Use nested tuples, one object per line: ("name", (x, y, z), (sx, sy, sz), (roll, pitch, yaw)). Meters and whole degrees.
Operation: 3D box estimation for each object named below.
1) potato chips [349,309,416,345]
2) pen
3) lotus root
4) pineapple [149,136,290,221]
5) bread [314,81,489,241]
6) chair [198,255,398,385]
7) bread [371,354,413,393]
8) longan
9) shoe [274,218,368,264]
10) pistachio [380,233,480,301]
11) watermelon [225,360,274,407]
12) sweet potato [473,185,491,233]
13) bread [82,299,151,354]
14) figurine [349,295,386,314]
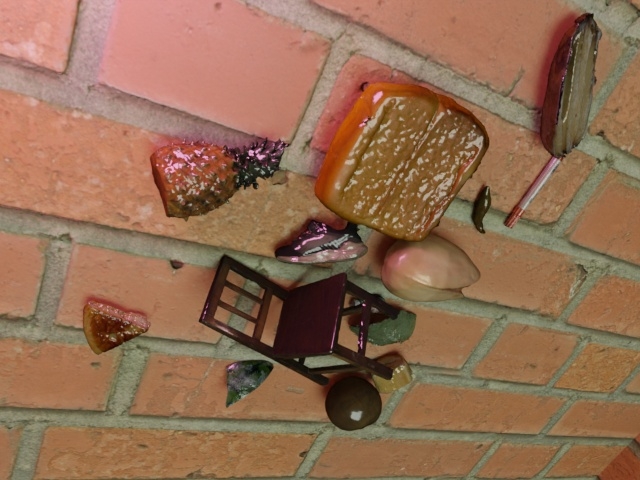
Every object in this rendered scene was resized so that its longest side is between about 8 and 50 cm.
("potato chips", (0.193, 0.253, 1.414), (0.228, 0.059, 0.167), (-10, 139, -14))
("pen", (0.587, -0.135, 1.332), (0.028, 0.028, 0.239), (18, 113, -29))
("lotus root", (0.585, -0.364, 1.160), (0.167, 0.078, 0.330), (-29, 128, -29))
("pineapple", (-0.195, -0.146, 0.986), (0.278, 0.158, 0.158), (-20, 127, -23))
("bread", (0.168, -0.180, 1.082), (0.327, 0.148, 0.337), (16, 117, -23))
("chair", (-0.034, 0.183, 1.159), (0.240, 0.203, 0.416), (-17, 138, 40))
("bread", (0.223, 0.413, 1.525), (0.125, 0.082, 0.106), (-20, 116, 6))
("longan", (0.103, 0.503, 1.489), (0.187, 0.167, 0.167), (31, 107, -33))
("shoe", (0.000, 0.000, 1.174), (0.227, 0.099, 0.112), (-3, 93, 4))
("pistachio", (0.287, 0.080, 1.265), (0.299, 0.188, 0.188), (12, 117, -31))
("watermelon", (-0.209, 0.384, 1.371), (0.155, 0.080, 0.101), (-23, 91, -2))
("sweet potato", (0.436, -0.078, 1.309), (0.041, 0.038, 0.153), (0, 126, 7))
("bread", (-0.502, 0.216, 1.147), (0.154, 0.054, 0.136), (27, 108, -26))
("figurine", (0.134, 0.185, 1.363), (0.105, 0.047, 0.060), (3, 112, -19))
